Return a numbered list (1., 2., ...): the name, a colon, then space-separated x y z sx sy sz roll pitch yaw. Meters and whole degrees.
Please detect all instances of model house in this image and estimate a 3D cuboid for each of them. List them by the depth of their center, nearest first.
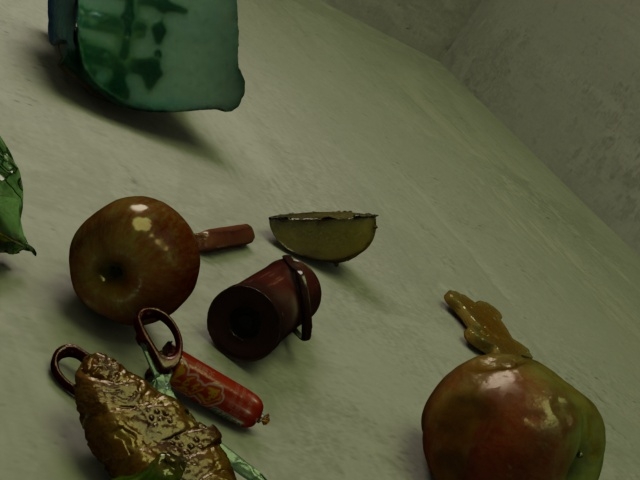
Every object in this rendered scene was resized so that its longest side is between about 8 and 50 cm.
1. model house: -0.327 -0.355 1.843 0.295 0.251 0.329 -8 18 -30

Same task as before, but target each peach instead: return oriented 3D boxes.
1. peach: 0.226 0.244 1.347 0.214 0.214 0.235 17 9 -42

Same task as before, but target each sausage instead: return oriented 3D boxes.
1. sausage: -0.116 0.164 1.182 0.145 0.050 0.048 34 -12 -17
2. sausage: -0.134 -0.004 1.555 0.147 0.035 0.030 -13 83 -63

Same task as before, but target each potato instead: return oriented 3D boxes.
1. potato: 0.000 0.000 1.726 0.172 0.089 0.100 -3 8 -11

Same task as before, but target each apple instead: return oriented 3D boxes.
1. apple: -0.205 0.022 1.203 0.146 0.146 0.131 39 17 10

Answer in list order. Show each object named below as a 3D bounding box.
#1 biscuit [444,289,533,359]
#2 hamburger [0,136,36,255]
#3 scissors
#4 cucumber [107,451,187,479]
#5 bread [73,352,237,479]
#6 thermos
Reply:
1. biscuit: 0.292 0.169 1.843 0.153 0.030 0.234 19 25 -35
2. hamburger: -0.417 -0.098 1.144 0.261 0.150 0.276 15 27 -47
3. scissors: -0.146 0.175 1.082 0.144 0.017 0.247 -26 64 -39
4. cucumber: -0.152 0.231 0.682 0.134 0.244 0.134 30 13 -8
5. bread: -0.146 0.199 0.996 0.233 0.076 0.105 46 41 18
6. thermos: -0.062 0.078 1.402 0.124 0.098 0.232 -1 11 16
